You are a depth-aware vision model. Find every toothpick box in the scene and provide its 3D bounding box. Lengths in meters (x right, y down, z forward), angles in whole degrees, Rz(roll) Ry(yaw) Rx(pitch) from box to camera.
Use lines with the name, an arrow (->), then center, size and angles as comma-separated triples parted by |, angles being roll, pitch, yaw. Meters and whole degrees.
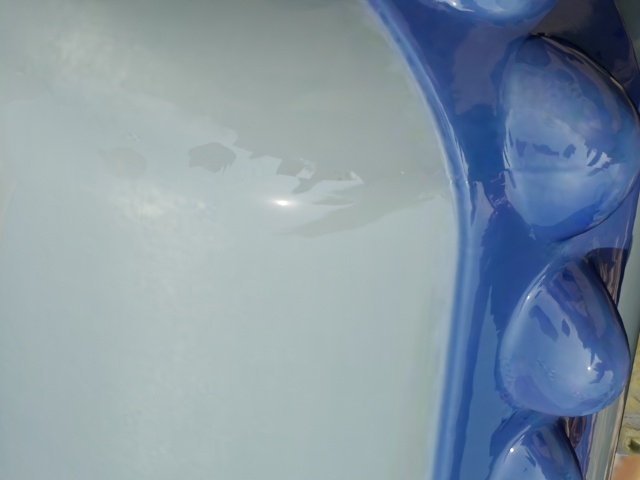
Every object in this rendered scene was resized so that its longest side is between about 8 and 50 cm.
toothpick box -> 0.000, 0.000, 0.609 | 0.263, 0.355, 0.263 | 2, -139, -2

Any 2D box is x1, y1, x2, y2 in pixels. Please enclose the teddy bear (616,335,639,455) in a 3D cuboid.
teddy bear -> 0.175, 0.001, 0.757 | 0.256, 0.267, 0.156 | -4, -158, 46
